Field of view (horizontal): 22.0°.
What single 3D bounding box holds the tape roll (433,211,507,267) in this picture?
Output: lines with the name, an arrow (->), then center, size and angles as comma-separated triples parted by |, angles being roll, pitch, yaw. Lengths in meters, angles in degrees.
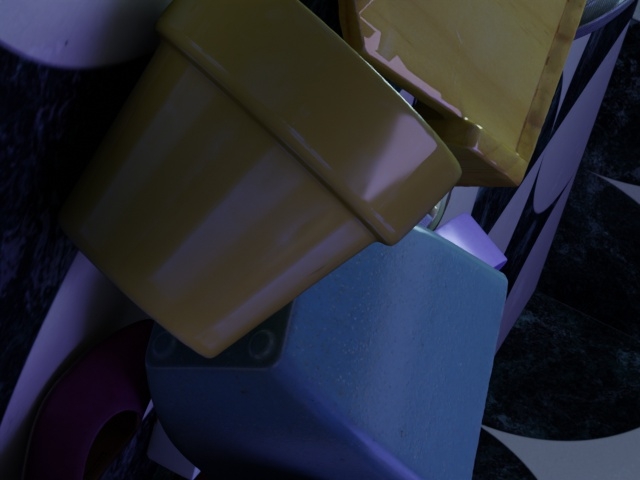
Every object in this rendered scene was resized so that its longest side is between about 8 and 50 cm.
tape roll -> 0.125, 0.081, 2.274 | 0.275, 0.090, 0.275 | -39, 171, -7

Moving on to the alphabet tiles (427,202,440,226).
alphabet tiles -> 0.074, -0.001, 2.060 | 0.278, 0.021, 0.284 | -50, -165, 39

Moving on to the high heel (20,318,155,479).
high heel -> -0.188, 0.237, 1.403 | 0.377, 0.181, 0.127 | -56, 164, -28

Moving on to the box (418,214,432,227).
box -> 0.000, 0.000, 1.749 | 0.201, 0.057, 0.293 | -57, 151, -5

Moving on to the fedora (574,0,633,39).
fedora -> 0.305, -0.373, 2.144 | 0.275, 0.244, 0.124 | -47, 132, -26

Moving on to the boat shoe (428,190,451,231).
boat shoe -> 0.131, -0.090, 2.253 | 0.095, 0.095, 0.257 | 24, 101, -42

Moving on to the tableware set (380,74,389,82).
tableware set -> 0.030, -0.153, 1.809 | 0.194, 0.039, 0.128 | -55, 157, -47

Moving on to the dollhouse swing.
dollhouse swing -> 0.108, -0.272, 1.751 | 0.315, 0.305, 0.346 | 4, -108, 61

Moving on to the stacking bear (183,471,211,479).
stacking bear -> -0.158, 0.351, 1.814 | 0.175, 0.164, 0.289 | -67, 162, 13

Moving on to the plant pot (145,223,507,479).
plant pot -> -0.014, 0.091, 1.472 | 0.252, 0.248, 0.247 | 40, 56, -47

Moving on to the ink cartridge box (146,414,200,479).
ink cartridge box -> -0.118, 0.171, 1.797 | 0.150, 0.063, 0.109 | -46, 158, -51

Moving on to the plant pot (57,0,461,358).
plant pot -> -0.062, -0.049, 1.259 | 0.239, 0.254, 0.254 | -48, 166, 0
